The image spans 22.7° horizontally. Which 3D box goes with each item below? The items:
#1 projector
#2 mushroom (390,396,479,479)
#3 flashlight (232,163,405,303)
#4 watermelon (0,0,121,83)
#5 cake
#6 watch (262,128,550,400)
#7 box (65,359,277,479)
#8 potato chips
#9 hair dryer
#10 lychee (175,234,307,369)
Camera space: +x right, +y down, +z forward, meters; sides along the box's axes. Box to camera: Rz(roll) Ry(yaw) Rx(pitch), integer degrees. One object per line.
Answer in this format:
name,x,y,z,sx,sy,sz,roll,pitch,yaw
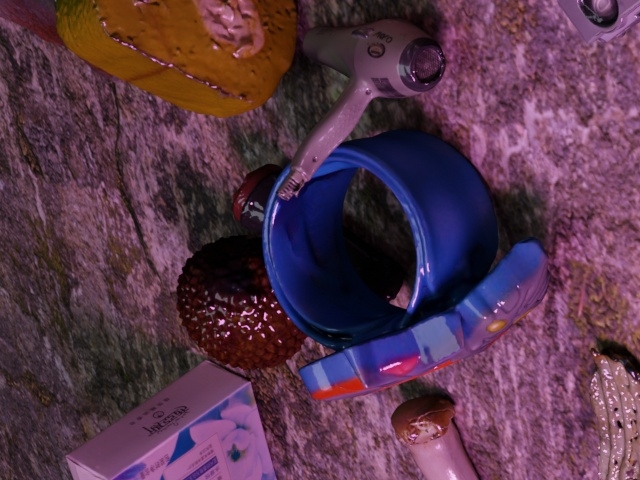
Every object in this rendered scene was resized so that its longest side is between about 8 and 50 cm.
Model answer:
projector,0.284,-0.229,1.324,0.061,0.115,0.147,57,148,4
mushroom,0.163,0.288,1.975,0.084,0.071,0.209,-22,104,25
flashlight,0.000,0.000,1.935,0.232,0.093,0.093,38,143,21
watermelon,-0.307,-0.312,1.970,0.264,0.151,0.302,30,151,-1
cake,-0.152,-0.257,1.795,0.261,0.179,0.156,25,167,-26
watch,0.088,0.006,1.710,0.305,0.241,0.274,-33,77,39
box,-0.210,0.337,2.318,0.116,0.274,0.203,20,132,43
potato chips,0.326,0.206,1.717,0.092,0.028,0.207,26,134,42
hair dryer,0.016,-0.162,1.703,0.088,0.225,0.219,43,-171,-30
lychee,-0.094,0.083,2.049,0.188,0.188,0.188,34,141,33
